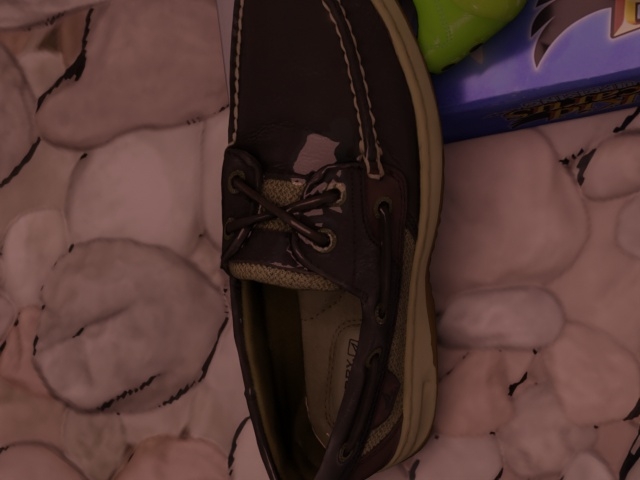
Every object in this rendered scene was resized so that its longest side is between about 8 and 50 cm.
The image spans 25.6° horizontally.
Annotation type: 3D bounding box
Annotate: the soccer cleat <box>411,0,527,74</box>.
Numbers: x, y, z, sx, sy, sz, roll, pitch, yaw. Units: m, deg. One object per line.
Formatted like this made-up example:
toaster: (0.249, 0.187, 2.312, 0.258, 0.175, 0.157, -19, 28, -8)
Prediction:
soccer cleat: (0.008, -0.142, 0.545, 0.072, 0.060, 0.179, -45, 73, 23)

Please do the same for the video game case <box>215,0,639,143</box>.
video game case: (0.081, -0.172, 0.586, 0.269, 0.061, 0.244, -11, 81, 17)

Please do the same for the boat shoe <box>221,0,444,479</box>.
boat shoe: (-0.001, 0.000, 0.538, 0.080, 0.073, 0.224, 8, 117, 31)
